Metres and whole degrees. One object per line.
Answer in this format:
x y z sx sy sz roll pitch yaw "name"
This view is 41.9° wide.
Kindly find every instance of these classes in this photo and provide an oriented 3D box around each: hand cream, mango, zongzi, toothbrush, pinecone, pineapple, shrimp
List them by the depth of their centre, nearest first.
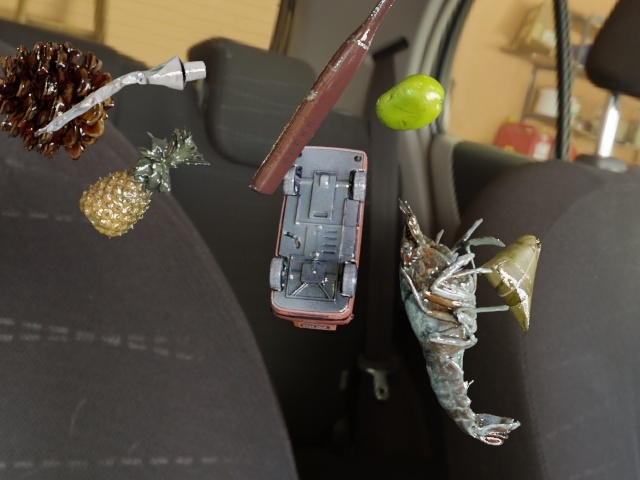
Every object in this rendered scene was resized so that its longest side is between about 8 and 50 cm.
0.017 -0.206 1.076 0.040 0.364 0.041 32 19 -12 "toothbrush"
-0.288 -0.210 1.206 0.256 0.050 0.084 -22 15 -4 "hand cream"
0.214 0.129 1.325 0.165 0.411 0.221 -7 6 2 "shrimp"
-0.485 -0.250 1.482 0.221 0.222 0.221 12 9 -2 "pinecone"
-0.335 -0.118 1.581 0.125 0.251 0.125 51 -3 3 "pineapple"
0.465 0.090 1.885 0.160 0.176 0.078 -36 -1 -20 "zongzi"
0.209 -0.311 1.918 0.163 0.117 0.089 -33 -1 33 "mango"

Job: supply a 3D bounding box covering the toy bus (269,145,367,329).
0.000 0.000 2.002 0.203 0.427 0.233 5 -24 6 "toy bus"
